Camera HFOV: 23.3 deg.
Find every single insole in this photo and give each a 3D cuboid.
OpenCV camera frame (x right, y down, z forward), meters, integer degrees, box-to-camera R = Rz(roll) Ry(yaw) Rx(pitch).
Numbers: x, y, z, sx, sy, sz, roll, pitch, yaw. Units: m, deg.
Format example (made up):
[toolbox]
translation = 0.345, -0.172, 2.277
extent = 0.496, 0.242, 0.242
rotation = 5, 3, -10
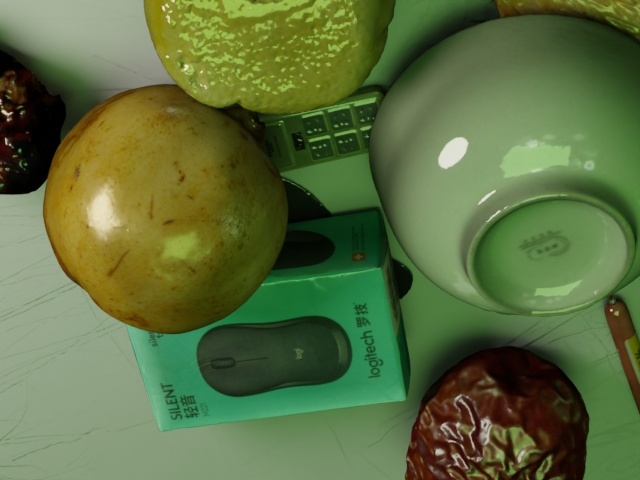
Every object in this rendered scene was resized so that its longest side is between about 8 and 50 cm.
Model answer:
[insole]
translation = 0.000, 0.000, 1.797
extent = 0.253, 0.005, 0.086
rotation = 35, 118, -20

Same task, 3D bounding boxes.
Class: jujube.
[jujube]
translation = 0.209, 0.250, 1.852
extent = 0.213, 0.213, 0.232
rotation = 9, 121, -6

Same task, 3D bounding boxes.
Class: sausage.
[sausage]
translation = 0.381, 0.152, 1.882
extent = 0.029, 0.029, 0.223
rotation = -18, 122, 11

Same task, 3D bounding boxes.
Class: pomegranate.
[pomegranate]
translation = -0.156, -0.038, 1.610
extent = 0.264, 0.264, 0.264
rotation = 0, 123, 0

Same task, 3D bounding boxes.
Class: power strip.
[power strip]
translation = -0.005, -0.119, 1.704
extent = 0.169, 0.028, 0.076
rotation = -12, 123, 8

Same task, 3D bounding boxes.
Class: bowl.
[bowl]
translation = 0.230, -0.044, 1.634
extent = 0.353, 0.185, 0.354
rotation = -1, 132, -1

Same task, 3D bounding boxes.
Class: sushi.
[sushi]
translation = -0.354, -0.114, 1.634
extent = 0.150, 0.153, 0.172
rotation = 33, 98, 3

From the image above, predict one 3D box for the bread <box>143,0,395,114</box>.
[bread]
translation = -0.048, -0.253, 1.548
extent = 0.269, 0.148, 0.270
rotation = -2, 122, -3

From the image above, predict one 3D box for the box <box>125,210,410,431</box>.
[box]
translation = -0.062, 0.096, 1.789
extent = 0.311, 0.118, 0.205
rotation = -7, 122, 6

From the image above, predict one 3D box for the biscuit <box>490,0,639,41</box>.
[biscuit]
translation = 0.300, -0.275, 1.598
extent = 0.254, 0.035, 0.254
rotation = 1, 123, 1
